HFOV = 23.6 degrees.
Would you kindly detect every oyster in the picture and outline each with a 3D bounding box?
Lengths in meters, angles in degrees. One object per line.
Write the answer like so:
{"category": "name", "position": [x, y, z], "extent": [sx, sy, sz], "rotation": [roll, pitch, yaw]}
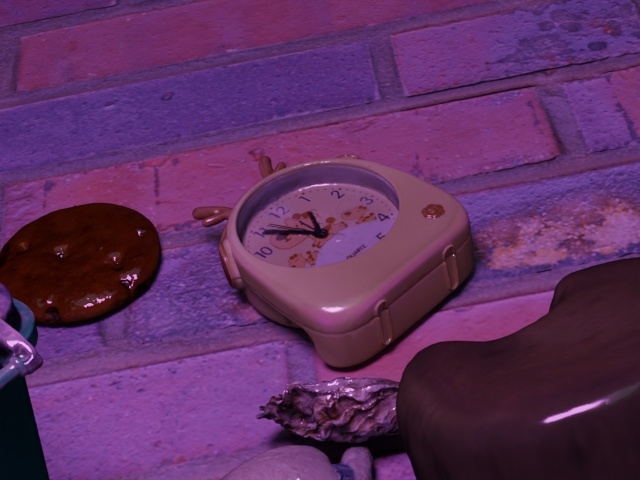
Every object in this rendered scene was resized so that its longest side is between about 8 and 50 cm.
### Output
{"category": "oyster", "position": [0.028, 0.169, 1.514], "extent": [0.177, 0.125, 0.064], "rotation": [-7, 82, 28]}

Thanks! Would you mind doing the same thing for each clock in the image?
{"category": "clock", "position": [0.000, 0.000, 1.721], "extent": [0.235, 0.096, 0.308], "rotation": [-38, 46, -27]}

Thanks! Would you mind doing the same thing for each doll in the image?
{"category": "doll", "position": [-0.038, 0.246, 1.452], "extent": [0.214, 0.071, 0.103], "rotation": [-19, 35, -23]}

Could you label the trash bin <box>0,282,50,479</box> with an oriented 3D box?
{"category": "trash bin", "position": [-0.361, 0.198, 1.347], "extent": [0.295, 0.381, 0.259], "rotation": [26, 53, 35]}

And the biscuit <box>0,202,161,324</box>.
{"category": "biscuit", "position": [-0.288, 0.021, 1.810], "extent": [0.212, 0.036, 0.212], "rotation": [-7, 39, 5]}

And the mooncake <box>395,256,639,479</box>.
{"category": "mooncake", "position": [0.249, 0.156, 1.358], "extent": [0.351, 0.187, 0.351], "rotation": [-19, 13, 4]}
